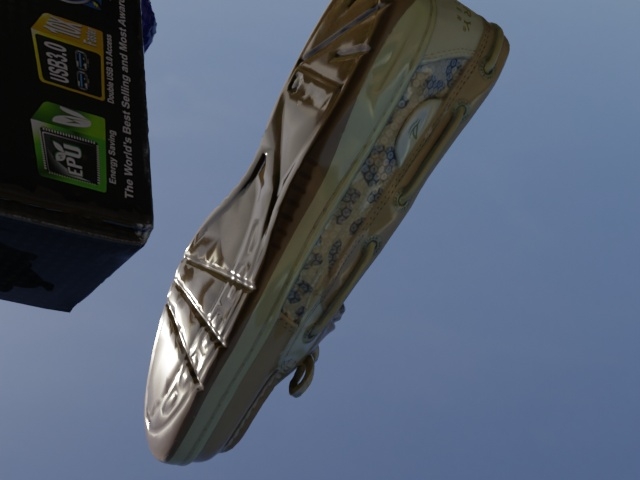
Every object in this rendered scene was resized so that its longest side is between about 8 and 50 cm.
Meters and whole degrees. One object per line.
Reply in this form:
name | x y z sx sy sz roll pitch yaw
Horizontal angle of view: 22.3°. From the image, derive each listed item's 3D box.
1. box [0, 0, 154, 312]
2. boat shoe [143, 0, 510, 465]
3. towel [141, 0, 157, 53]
box | -0.131 -0.090 0.371 0.184 0.045 0.190 17 -126 -34
boat shoe | 0.000 0.000 0.838 0.089 0.285 0.104 23 -166 -28
towel | -0.218 -0.003 0.721 0.076 0.228 0.308 50 -137 -17
